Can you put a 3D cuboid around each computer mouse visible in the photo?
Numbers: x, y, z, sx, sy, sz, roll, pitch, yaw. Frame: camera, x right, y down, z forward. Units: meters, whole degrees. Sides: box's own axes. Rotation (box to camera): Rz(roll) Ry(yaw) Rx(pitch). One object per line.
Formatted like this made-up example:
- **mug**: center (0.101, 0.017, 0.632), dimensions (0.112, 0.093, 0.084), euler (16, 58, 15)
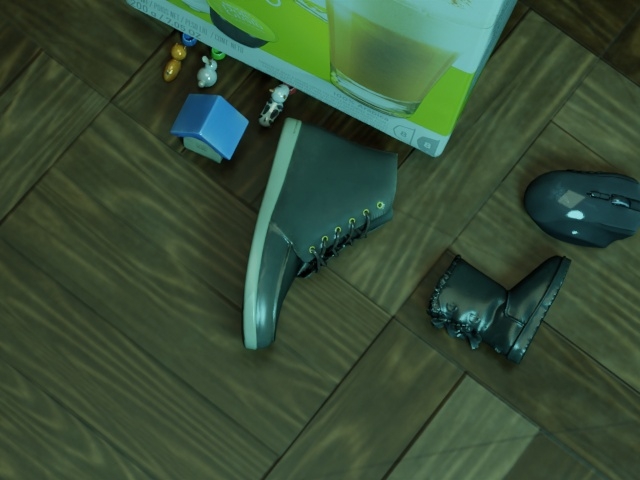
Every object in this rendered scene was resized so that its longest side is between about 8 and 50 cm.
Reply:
- **computer mouse**: center (0.309, -0.029, 1.647), dimensions (0.242, 0.041, 0.071), euler (3, 70, -4)

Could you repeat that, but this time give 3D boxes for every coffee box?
- **coffee box**: center (0.050, -0.347, 1.565), dimensions (0.337, 0.334, 0.338), euler (26, 66, 5)

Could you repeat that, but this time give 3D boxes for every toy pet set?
- **toy pet set**: center (-0.095, -0.137, 1.640), dimensions (0.122, 0.065, 0.114), euler (25, 71, 5)

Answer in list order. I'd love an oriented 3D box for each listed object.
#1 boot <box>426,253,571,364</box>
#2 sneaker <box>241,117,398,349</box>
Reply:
- **boot**: center (0.160, 0.045, 1.611), dimensions (0.099, 0.045, 0.121), euler (29, 72, 9)
- **sneaker**: center (0.000, 0.000, 1.592), dimensions (0.118, 0.083, 0.222), euler (13, 70, 0)
